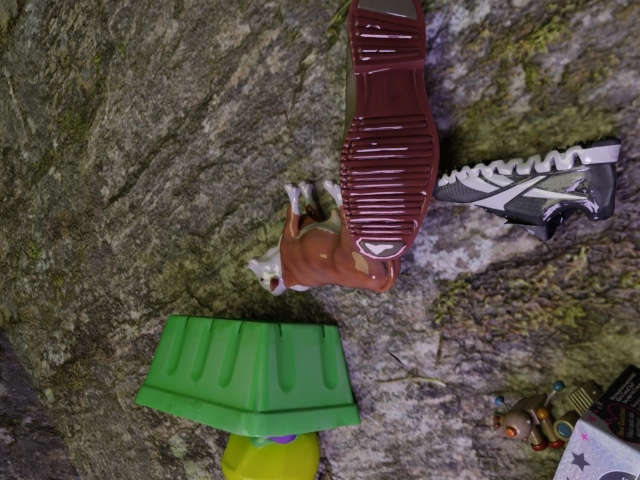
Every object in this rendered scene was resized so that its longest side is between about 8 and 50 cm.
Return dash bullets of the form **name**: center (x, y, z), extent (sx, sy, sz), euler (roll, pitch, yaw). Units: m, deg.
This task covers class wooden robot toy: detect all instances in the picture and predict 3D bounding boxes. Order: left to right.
- **wooden robot toy**: center (0.264, 0.230, 0.757), extent (0.173, 0.079, 0.076), euler (-34, 76, 45)

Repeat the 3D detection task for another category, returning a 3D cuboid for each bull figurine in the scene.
- **bull figurine**: center (0.000, 0.000, 0.950), extent (0.310, 0.101, 0.189), euler (1, 99, 46)

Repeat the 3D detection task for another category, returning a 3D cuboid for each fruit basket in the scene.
- **fruit basket**: center (-0.121, 0.319, 1.065), extent (0.392, 0.282, 0.392), euler (-11, 75, 45)

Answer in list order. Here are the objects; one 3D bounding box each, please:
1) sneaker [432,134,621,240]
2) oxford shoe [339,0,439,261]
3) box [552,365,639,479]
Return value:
- **sneaker**: center (0.232, -0.049, 0.716), extent (0.234, 0.078, 0.106), euler (-6, 94, 44)
- **oxford shoe**: center (0.088, -0.149, 0.810), extent (0.122, 0.130, 0.348), euler (3, 94, 0)
- **box**: center (0.324, 0.290, 0.650), extent (0.142, 0.163, 0.247), euler (27, 119, 36)
